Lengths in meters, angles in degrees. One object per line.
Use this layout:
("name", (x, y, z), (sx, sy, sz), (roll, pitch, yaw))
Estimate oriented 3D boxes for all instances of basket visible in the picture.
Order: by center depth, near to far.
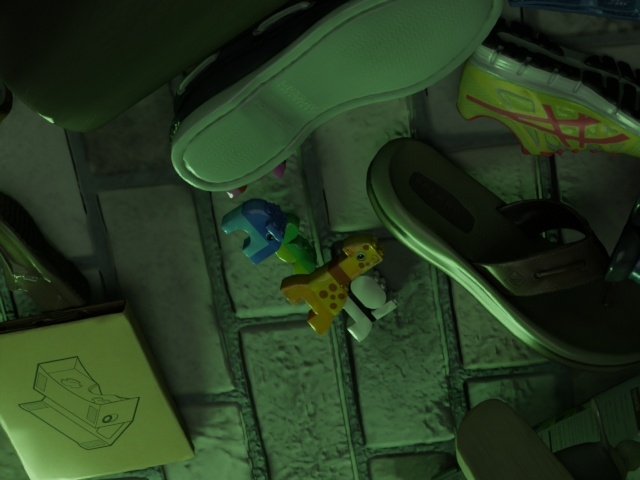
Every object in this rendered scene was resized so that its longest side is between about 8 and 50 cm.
("basket", (-0.145, -0.201, 1.248), (0.204, 0.154, 0.227), (41, 117, -15))

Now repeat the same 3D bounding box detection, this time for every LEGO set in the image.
("LEGO set", (0.000, 0.000, 1.378), (0.093, 0.087, 0.227), (-33, 112, 20))

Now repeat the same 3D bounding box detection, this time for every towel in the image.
("towel", (0.209, -0.213, 1.281), (0.119, 0.029, 0.067), (8, 118, 0))

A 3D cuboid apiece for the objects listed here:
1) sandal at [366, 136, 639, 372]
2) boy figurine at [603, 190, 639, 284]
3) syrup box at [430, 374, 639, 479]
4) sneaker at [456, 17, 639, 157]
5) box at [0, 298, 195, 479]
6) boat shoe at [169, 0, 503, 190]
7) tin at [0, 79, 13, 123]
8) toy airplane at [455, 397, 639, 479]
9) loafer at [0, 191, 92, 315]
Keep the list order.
("sandal", (0.176, 0.009, 1.344), (0.303, 0.120, 0.086), (33, 134, -12))
("boy figurine", (0.378, 0.030, 1.270), (0.285, 0.092, 0.177), (21, 80, 9))
("syrup box", (0.224, 0.229, 1.480), (0.237, 0.096, 0.093), (-30, 111, 17))
("sneaker", (0.207, -0.103, 1.320), (0.208, 0.081, 0.094), (25, 125, -3))
("box", (-0.223, 0.144, 1.486), (0.164, 0.021, 0.201), (-11, 129, 10))
("boat shoe", (0.002, -0.153, 1.292), (0.302, 0.091, 0.114), (-26, 133, 14))
("tin", (-0.335, -0.155, 1.308), (0.190, 0.106, 0.040), (37, 107, -16))
("toy airplane", (0.265, 0.302, 1.250), (0.384, 0.386, 0.272), (-4, 151, 29))
("loafer", (-0.265, 0.017, 1.422), (0.050, 0.056, 0.148), (-34, 111, 13))
